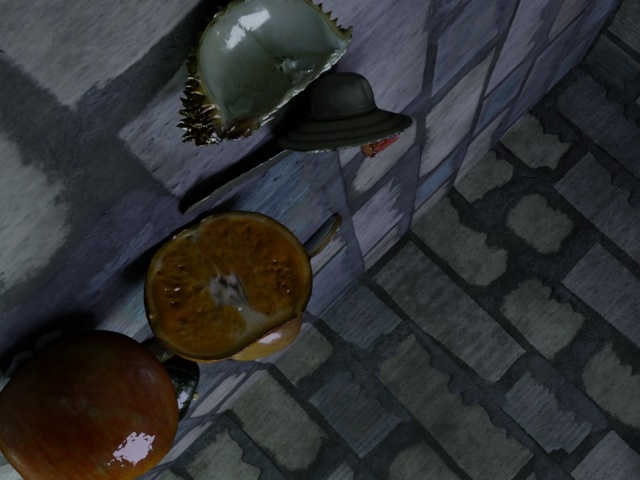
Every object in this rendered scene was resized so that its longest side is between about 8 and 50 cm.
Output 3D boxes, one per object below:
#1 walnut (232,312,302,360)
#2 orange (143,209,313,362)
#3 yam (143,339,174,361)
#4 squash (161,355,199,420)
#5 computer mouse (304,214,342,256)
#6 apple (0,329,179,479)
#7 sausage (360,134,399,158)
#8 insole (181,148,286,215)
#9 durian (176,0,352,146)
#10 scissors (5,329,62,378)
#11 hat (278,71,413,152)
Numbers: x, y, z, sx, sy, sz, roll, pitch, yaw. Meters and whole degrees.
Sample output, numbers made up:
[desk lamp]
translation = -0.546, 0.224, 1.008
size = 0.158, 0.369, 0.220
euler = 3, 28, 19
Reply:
[walnut]
translation = -0.177, 0.230, 1.905
size = 0.298, 0.203, 0.203
euler = -24, 156, -52
[orange]
translation = -0.171, 0.084, 1.285
size = 0.310, 0.274, 0.274
euler = -40, 168, -1
[yam]
translation = -0.358, 0.251, 1.689
size = 0.061, 0.061, 0.253
euler = -52, 167, 28
[squash]
translation = -0.388, 0.377, 1.753
size = 0.193, 0.156, 0.193
euler = -38, -145, 33
[computer mouse]
translation = 0.001, 0.002, 2.096
size = 0.199, 0.045, 0.102
euler = -45, 171, 1
[apple]
translation = -0.387, 0.308, 1.183
size = 0.301, 0.301, 0.301
euler = -43, 168, -12
[sausage]
translation = 0.165, -0.260, 1.773
size = 0.145, 0.050, 0.048
euler = -35, 123, -39
[insole]
translation = -0.118, -0.131, 1.271
size = 0.348, 0.009, 0.119
euler = -35, -179, -36
[durian]
translation = -0.086, -0.221, 0.848
size = 0.252, 0.139, 0.144
euler = -42, 163, -13
[scissors]
translation = -0.499, 0.225, 1.219
size = 0.110, 0.021, 0.212
euler = -43, 168, -27
[hat]
translation = 0.036, -0.244, 1.216
size = 0.252, 0.252, 0.110
euler = -33, 121, -45
